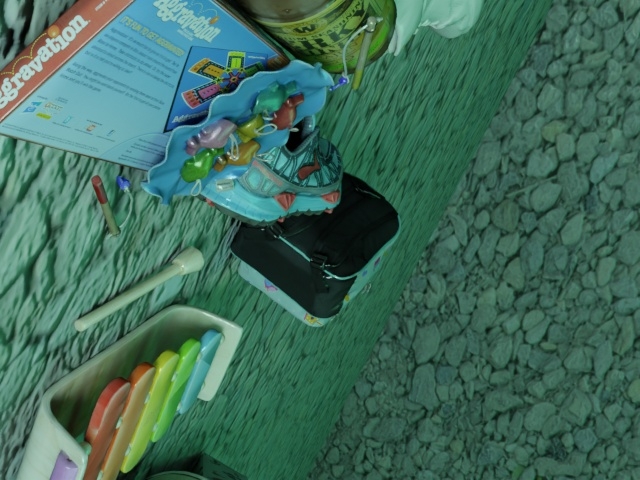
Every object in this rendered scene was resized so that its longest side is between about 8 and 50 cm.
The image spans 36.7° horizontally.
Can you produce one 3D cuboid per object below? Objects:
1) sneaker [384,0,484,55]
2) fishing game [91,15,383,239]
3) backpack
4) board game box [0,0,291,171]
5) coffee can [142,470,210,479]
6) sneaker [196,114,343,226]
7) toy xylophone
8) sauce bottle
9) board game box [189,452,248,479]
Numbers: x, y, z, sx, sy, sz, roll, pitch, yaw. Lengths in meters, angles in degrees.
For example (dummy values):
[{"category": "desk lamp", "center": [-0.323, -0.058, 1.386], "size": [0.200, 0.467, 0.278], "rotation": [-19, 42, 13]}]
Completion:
[{"category": "sneaker", "center": [0.094, -0.267, 1.083], "size": [0.169, 0.108, 0.292], "rotation": [-56, 158, -5]}, {"category": "fishing game", "center": [-0.063, -0.080, 0.795], "size": [0.264, 0.041, 0.189], "rotation": [-32, 170, -15]}, {"category": "backpack", "center": [0.000, 0.000, 1.178], "size": [0.188, 0.166, 0.144], "rotation": [-43, 162, -42]}, {"category": "board game box", "center": [-0.111, -0.111, 0.677], "size": [0.145, 0.027, 0.281], "rotation": [-38, 171, 9]}, {"category": "coffee can", "center": [-0.222, 0.409, 1.192], "size": [0.201, 0.202, 0.275], "rotation": [-60, 168, 4]}, {"category": "sneaker", "center": [-0.025, -0.094, 1.001], "size": [0.125, 0.104, 0.262], "rotation": [-65, 167, 19]}, {"category": "toy xylophone", "center": [-0.188, 0.147, 0.978], "size": [0.323, 0.081, 0.236], "rotation": [-44, 160, -53]}, {"category": "sauce bottle", "center": [-0.018, -0.208, 0.737], "size": [0.111, 0.111, 0.344], "rotation": [-60, 167, 6]}, {"category": "board game box", "center": [-0.201, 0.472, 1.491], "size": [0.224, 0.098, 0.303], "rotation": [-59, -175, -5]}]
